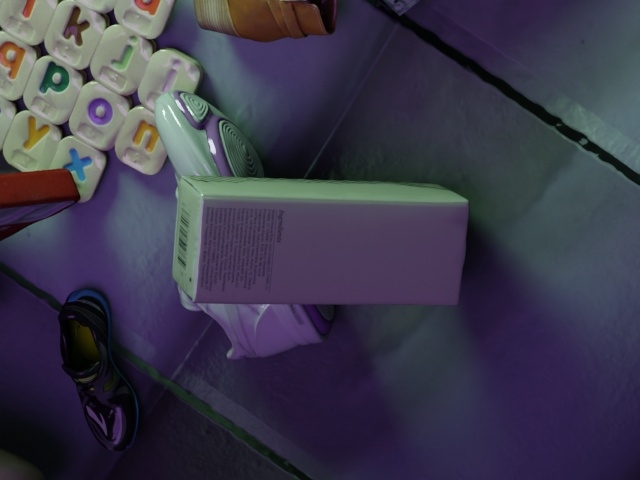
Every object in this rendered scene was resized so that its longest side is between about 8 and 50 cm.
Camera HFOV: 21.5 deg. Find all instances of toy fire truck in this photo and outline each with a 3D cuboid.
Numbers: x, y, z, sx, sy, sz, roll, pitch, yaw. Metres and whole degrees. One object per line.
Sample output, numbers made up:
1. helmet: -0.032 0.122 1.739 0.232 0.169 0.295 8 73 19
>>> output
1. toy fire truck: -0.428 -0.010 1.736 0.254 0.302 0.169 -27 79 33

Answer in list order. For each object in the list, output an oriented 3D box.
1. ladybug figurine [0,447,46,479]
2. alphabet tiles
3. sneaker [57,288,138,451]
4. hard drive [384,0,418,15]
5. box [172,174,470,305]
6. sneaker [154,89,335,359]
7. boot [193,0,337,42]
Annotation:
1. ladybug figurine: -0.517 0.307 1.865 0.449 0.305 0.162 -1 73 11
2. alphabet tiles: -0.268 -0.189 1.775 0.284 0.021 0.278 29 117 6
3. sneaker: -0.254 0.149 1.856 0.067 0.078 0.188 -8 107 19
4. hard drive: 0.107 -0.357 1.583 0.172 0.054 0.255 44 116 -1
5. box: 0.000 0.000 1.641 0.275 0.094 0.113 2 103 -19
6. sneaker: -0.111 -0.006 1.736 0.152 0.114 0.305 -23 103 23
7. boot: -0.060 -0.287 1.635 0.152 0.073 0.197 8 126 30
